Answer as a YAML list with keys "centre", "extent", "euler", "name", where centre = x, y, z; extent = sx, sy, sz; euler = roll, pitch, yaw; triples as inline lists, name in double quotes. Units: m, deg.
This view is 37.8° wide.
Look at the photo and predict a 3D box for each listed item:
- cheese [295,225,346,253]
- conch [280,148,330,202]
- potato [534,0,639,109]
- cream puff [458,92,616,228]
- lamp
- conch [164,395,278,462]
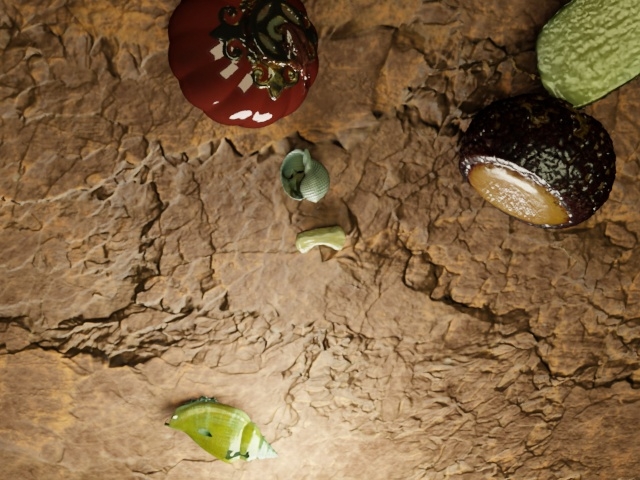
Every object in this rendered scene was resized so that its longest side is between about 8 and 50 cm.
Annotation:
- centre: [0.000, 0.000, 1.549]
  extent: [0.083, 0.030, 0.044]
  euler: [-11, 108, -7]
  name: "cheese"
- centre: [-0.023, -0.102, 1.491]
  extent: [0.076, 0.056, 0.085]
  euler: [-10, 84, 17]
  name: "conch"
- centre: [0.443, -0.330, 1.406]
  extent: [0.272, 0.111, 0.160]
  euler: [-37, 104, 25]
  name: "potato"
- centre: [0.334, -0.126, 1.427]
  extent: [0.239, 0.239, 0.165]
  euler: [34, 76, -18]
  name: "cream puff"
- centre: [-0.104, -0.273, 1.322]
  extent: [0.227, 0.227, 0.227]
  euler: [-2, 113, -5]
  name: "lamp"
- centre: [-0.168, 0.341, 1.662]
  extent: [0.201, 0.079, 0.095]
  euler: [33, 88, -9]
  name: "conch"
